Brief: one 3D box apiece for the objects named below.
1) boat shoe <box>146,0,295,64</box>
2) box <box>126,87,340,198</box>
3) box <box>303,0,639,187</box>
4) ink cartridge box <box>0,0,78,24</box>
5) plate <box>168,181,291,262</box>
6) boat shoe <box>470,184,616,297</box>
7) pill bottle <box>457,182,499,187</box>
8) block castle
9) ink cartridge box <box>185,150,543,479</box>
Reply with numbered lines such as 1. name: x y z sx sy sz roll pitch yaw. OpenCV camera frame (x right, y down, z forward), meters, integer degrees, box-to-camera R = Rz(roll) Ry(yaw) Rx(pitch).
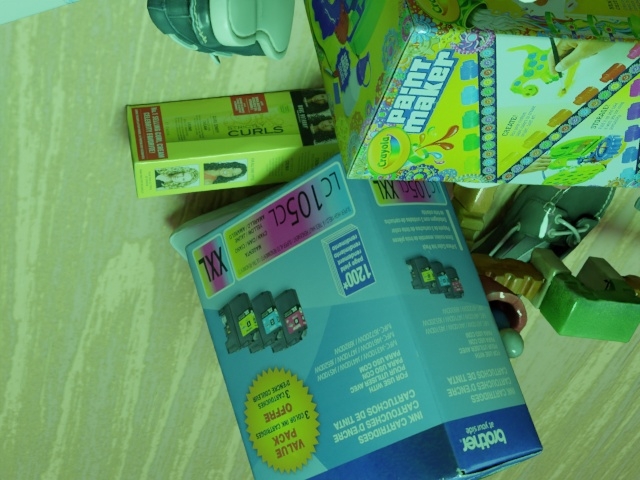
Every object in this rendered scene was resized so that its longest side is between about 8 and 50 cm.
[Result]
1. boat shoe: -0.080 -0.201 1.215 0.079 0.254 0.095 3 103 13
2. box: -0.079 -0.103 1.421 0.232 0.087 0.058 -6 142 -8
3. box: 0.147 -0.213 1.163 0.279 0.290 0.177 2 143 -19
4. ink cartridge box: -0.226 -0.292 1.084 0.278 0.117 0.201 -16 145 4
5. plate: 0.000 0.000 1.623 0.277 0.045 0.278 -21 144 13
6. boat shoe: 0.253 0.014 1.678 0.112 0.095 0.335 16 136 -34
7. pill bottle: 0.141 -0.148 1.339 0.112 0.186 0.112 -8 145 -6
8. block castle: 0.359 -0.002 1.507 0.453 0.213 0.303 9 117 -29
9. ink cartridge box: 0.045 0.136 1.397 0.270 0.395 0.151 -30 164 39
